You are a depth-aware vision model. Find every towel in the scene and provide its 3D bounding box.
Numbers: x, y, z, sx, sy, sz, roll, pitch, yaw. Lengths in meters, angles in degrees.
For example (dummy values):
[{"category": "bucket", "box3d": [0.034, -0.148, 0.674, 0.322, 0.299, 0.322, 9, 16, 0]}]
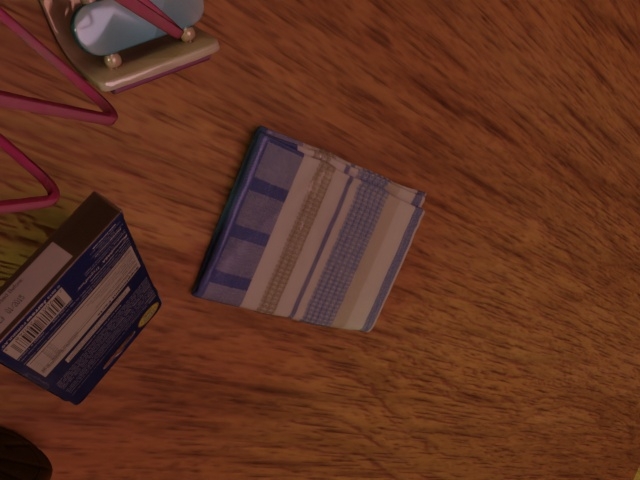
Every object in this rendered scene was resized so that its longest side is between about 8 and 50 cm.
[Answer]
[{"category": "towel", "box3d": [0.000, 0.000, 0.756, 0.285, 0.034, 0.209, 17, 98, -39]}]

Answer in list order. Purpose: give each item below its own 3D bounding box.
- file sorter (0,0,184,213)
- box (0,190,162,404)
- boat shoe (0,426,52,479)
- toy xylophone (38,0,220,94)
[{"category": "file sorter", "box3d": [-0.244, -0.072, 0.328, 0.182, 0.202, 0.291, 41, 99, 2]}, {"category": "box", "box3d": [-0.207, 0.065, 0.543, 0.136, 0.036, 0.225, -54, 169, -23]}, {"category": "boat shoe", "box3d": [-0.341, 0.245, 0.444, 0.123, 0.123, 0.342, -55, 173, 8]}, {"category": "toy xylophone", "box3d": [-0.161, -0.295, 0.481, 0.236, 0.081, 0.323, -38, 127, -22]}]
